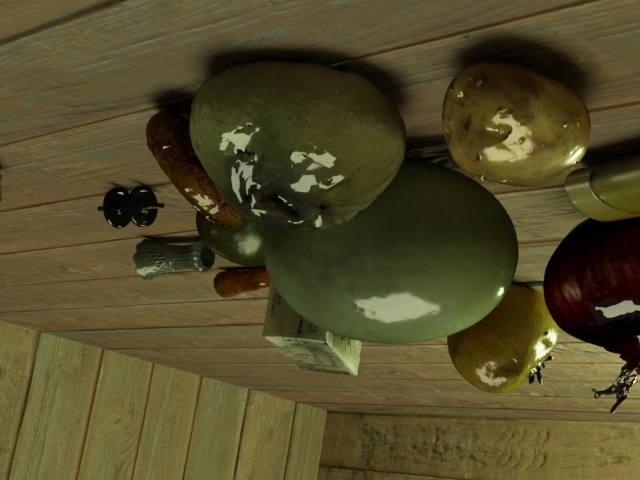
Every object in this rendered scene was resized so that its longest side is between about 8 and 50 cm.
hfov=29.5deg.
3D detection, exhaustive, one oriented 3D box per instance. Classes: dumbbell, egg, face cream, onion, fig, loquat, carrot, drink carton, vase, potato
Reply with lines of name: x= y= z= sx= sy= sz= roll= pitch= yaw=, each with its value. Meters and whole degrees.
dumbbell: x=-0.311 y=-0.054 z=1.988 sx=0.147 sy=0.069 sz=0.069 roll=-1 pitch=163 yaw=35
egg: x=0.091 y=0.013 z=1.636 sx=0.352 sy=0.258 sz=0.258 roll=1 pitch=164 yaw=29
face cream: x=0.424 y=-0.074 z=1.466 sx=0.139 sy=0.067 sz=0.285 roll=11 pitch=167 yaw=-32
onion: x=0.441 y=0.087 z=1.660 sx=0.273 sy=0.285 sz=0.273 roll=0 pitch=164 yaw=0
fig: x=-0.091 y=-0.072 z=1.765 sx=0.151 sy=0.151 sz=0.259 roll=12 pitch=138 yaw=-10
loquat: x=0.338 y=0.177 z=2.238 sx=0.213 sy=0.213 sz=0.213 roll=8 pitch=166 yaw=2
carrot: x=-0.117 y=0.074 z=2.430 sx=0.224 sy=0.057 sz=0.057 roll=-12 pitch=156 yaw=40
drink carton: x=-0.004 y=0.126 z=2.250 sx=0.132 sy=0.194 sz=0.324 roll=4 pitch=164 yaw=12
vase: x=-0.272 y=0.033 z=2.299 sx=0.148 sy=0.081 sz=0.081 roll=-4 pitch=161 yaw=30
potato: x=0.210 y=-0.116 z=1.323 sx=0.161 sy=0.128 sz=0.235 roll=12 pitch=171 yaw=6

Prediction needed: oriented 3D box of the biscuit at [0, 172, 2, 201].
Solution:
biscuit: x=-0.590 y=-0.139 z=1.815 sx=0.144 sy=0.078 sz=0.426 roll=8 pitch=166 yaw=1

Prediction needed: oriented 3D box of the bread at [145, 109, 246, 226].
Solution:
bread: x=-0.154 y=-0.097 z=1.588 sx=0.064 sy=0.193 sz=0.193 roll=-40 pitch=151 yaw=9

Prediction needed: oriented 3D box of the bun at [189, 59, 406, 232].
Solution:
bun: x=-0.027 y=-0.104 z=1.443 sx=0.273 sy=0.168 sz=0.273 roll=8 pitch=158 yaw=3
